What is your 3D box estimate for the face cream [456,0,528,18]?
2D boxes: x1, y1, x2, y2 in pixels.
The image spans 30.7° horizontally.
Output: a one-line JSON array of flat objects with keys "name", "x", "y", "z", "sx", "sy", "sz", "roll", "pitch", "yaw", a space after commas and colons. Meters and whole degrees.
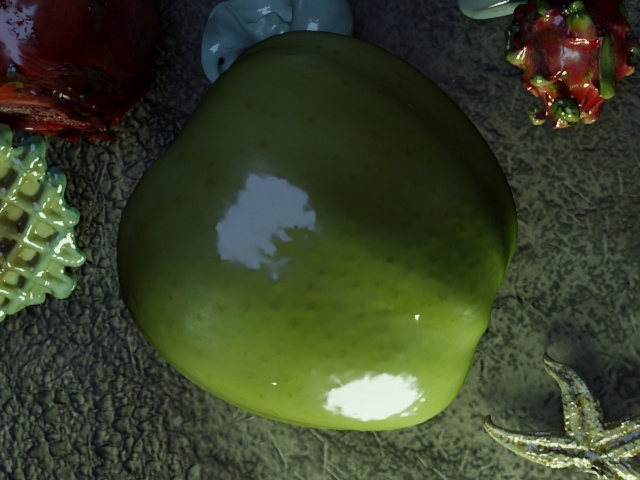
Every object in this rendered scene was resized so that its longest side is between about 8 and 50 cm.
[{"name": "face cream", "x": 0.226, "y": -0.441, "z": 1.521, "sx": 0.144, "sy": 0.071, "sz": 0.291, "roll": -10, "pitch": 82, "yaw": 12}]

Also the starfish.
[{"name": "starfish", "x": 0.334, "y": 0.229, "z": 1.446, "sx": 0.247, "sy": 0.050, "sz": 0.138, "roll": 20, "pitch": 88, "yaw": 11}]

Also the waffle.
[{"name": "waffle", "x": -0.472, "y": -0.019, "z": 1.568, "sx": 0.292, "sy": 0.056, "sz": 0.309, "roll": -14, "pitch": 121, "yaw": -2}]

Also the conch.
[{"name": "conch", "x": -0.054, "y": -0.260, "z": 1.535, "sx": 0.221, "sy": 0.121, "sz": 0.185, "roll": -2, "pitch": 48, "yaw": 35}]

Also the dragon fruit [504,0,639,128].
[{"name": "dragon fruit", "x": 0.311, "y": -0.230, "z": 1.433, "sx": 0.160, "sy": 0.166, "sz": 0.172, "roll": -13, "pitch": 84, "yaw": 15}]

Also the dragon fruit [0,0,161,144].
[{"name": "dragon fruit", "x": -0.358, "y": -0.273, "z": 1.542, "sx": 0.296, "sy": 0.295, "sz": 0.301, "roll": 7, "pitch": 58, "yaw": 14}]

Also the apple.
[{"name": "apple", "x": 0.000, "y": 0.000, "z": 1.354, "sx": 0.474, "sy": 0.473, "sz": 0.473, "roll": -1, "pitch": 85, "yaw": 13}]
